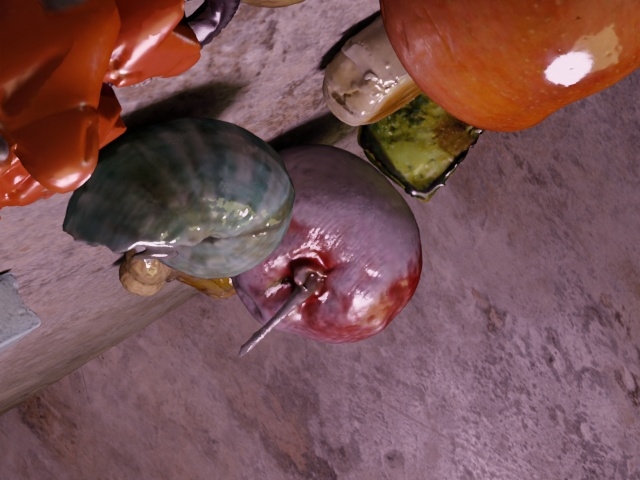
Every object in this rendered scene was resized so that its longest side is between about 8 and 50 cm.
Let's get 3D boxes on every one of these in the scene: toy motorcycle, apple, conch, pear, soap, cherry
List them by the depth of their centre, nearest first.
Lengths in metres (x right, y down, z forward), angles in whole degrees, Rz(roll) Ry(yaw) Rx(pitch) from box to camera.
[{"bbox_3d":[-0.196,-0.047,0.435,0.325,0.148,0.221,-30,174,18],"label":"toy motorcycle"},{"bbox_3d":[0.178,-0.209,0.745,0.251,0.206,0.272,-24,179,-37],"label":"apple"},{"bbox_3d":[-0.136,-0.040,0.940,0.220,0.195,0.277,-12,-159,3],"label":"conch"},{"bbox_3d":[-0.486,0.150,1.114,0.261,0.094,0.150,-34,175,26],"label":"soap"},{"bbox_3d":[0.169,-0.196,1.371,0.238,0.164,0.255,-51,-178,6],"label":"pear"},{"bbox_3d":[-0.011,-0.006,1.391,0.326,0.335,0.291,24,116,-36],"label":"cherry"}]

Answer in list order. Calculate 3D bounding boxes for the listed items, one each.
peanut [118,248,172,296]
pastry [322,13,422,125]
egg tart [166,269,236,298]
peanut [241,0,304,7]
[{"bbox_3d":[-0.286,0.045,1.474,0.082,0.082,0.187,-30,176,-24],"label":"peanut"},{"bbox_3d":[0.077,-0.202,1.046,0.166,0.088,0.166,-34,176,-3],"label":"pastry"},{"bbox_3d":[-0.145,0.024,1.815,0.352,0.150,0.352,-28,174,-3],"label":"egg tart"},{"bbox_3d":[0.004,-0.194,0.519,0.229,0.098,0.103,-30,135,-34],"label":"peanut"}]
